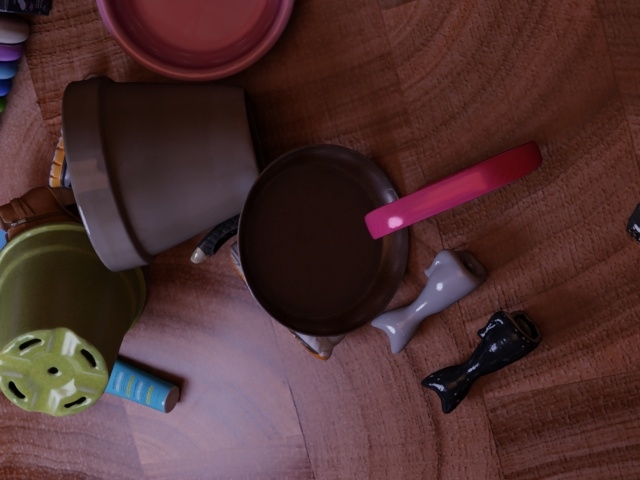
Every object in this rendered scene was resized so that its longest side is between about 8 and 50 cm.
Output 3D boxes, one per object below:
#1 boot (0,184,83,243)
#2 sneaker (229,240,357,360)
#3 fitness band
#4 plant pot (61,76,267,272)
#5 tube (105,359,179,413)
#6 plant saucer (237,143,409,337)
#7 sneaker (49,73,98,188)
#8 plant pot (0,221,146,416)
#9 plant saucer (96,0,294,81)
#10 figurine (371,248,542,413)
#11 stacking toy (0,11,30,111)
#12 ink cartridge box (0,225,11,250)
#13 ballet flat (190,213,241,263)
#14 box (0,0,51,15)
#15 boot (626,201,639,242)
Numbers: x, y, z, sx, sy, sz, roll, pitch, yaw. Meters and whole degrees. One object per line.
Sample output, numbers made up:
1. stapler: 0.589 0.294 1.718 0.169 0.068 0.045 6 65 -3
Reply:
1. boot: -0.480 -0.002 1.953 0.197 0.152 0.073 61 150 12
2. sneaker: -0.043 0.080 1.865 0.121 0.099 0.262 -43 74 -8
3. fitness band: 0.205 -0.075 1.685 0.290 0.209 0.054 -24 91 20
4. plant pot: -0.239 -0.134 1.798 0.280 0.323 0.323 -13 93 3
5. tube: -0.359 0.259 2.008 0.207 0.052 0.080 17 92 21
6. plant saucer: 0.000 0.000 1.764 0.050 0.310 0.311 0 100 62
7. sneaker: -0.423 -0.192 1.954 0.083 0.084 0.215 15 97 -14
8. plant pot: -0.441 0.151 1.850 0.276 0.254 0.276 -2 122 -4
9. plant saucer: -0.203 -0.429 1.800 0.332 0.084 0.332 0 99 0
10. figurine: 0.212 0.149 1.784 0.209 0.092 0.215 -44 82 23
11. stacking toy: -0.633 -0.253 1.986 0.141 0.141 0.330 23 109 14
12. ink cartridge box: -0.534 0.045 2.008 0.090 0.092 0.143 -44 83 19
13. ballet flat: -0.148 -0.014 1.861 0.173 0.057 0.049 -37 84 -9
14. box: -0.607 -0.500 1.931 0.247 0.142 0.163 16 103 17
15. boot: 0.514 0.030 1.678 0.137 0.077 0.198 28 92 17
